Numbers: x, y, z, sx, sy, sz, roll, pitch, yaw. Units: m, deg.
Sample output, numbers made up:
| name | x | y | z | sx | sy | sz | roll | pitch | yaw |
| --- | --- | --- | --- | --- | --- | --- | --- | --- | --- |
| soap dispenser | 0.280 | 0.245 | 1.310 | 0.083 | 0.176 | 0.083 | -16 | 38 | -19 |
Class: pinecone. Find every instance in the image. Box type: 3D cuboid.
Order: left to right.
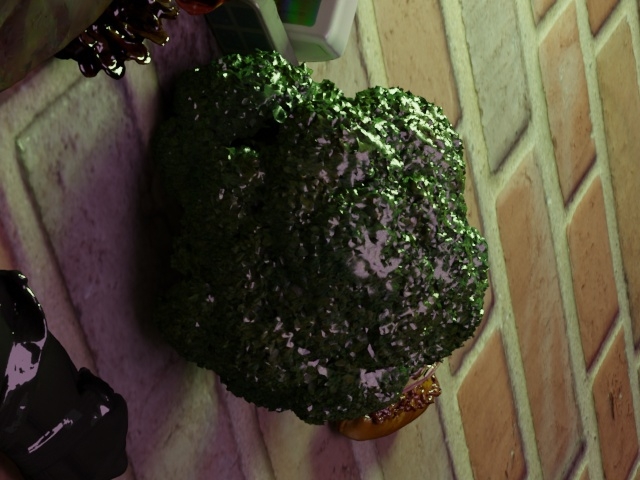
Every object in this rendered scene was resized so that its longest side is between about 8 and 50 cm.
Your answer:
| name | x | y | z | sx | sy | sz | roll | pitch | yaw |
| --- | --- | --- | --- | --- | --- | --- | --- | --- | --- |
| pinecone | -0.190 | -0.216 | 1.524 | 0.140 | 0.120 | 0.140 | 30 | 52 | -50 |

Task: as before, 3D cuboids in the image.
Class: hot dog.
| name | x | y | z | sx | sy | sz | roll | pitch | yaw |
| --- | --- | --- | --- | --- | --- | --- | --- | --- | --- |
| hot dog | 0.091 | 0.202 | 2.171 | 0.249 | 0.076 | 0.102 | -3 | 102 | -62 |

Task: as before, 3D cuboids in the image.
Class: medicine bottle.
| name | x | y | z | sx | sy | sz | roll | pitch | yaw |
| --- | --- | --- | --- | --- | --- | --- | --- | --- | --- |
| medicine bottle | -0.007 | -0.305 | 1.843 | 0.078 | 0.115 | 0.219 | 39 | 62 | -56 |

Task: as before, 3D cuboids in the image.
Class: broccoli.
| name | x | y | z | sx | sy | sz | roll | pitch | yaw |
| --- | --- | --- | --- | --- | --- | --- | --- | --- | --- |
| broccoli | -0.005 | 0.007 | 1.739 | 0.413 | 0.310 | 0.321 | 34 | 53 | -20 |

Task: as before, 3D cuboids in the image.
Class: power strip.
| name | x | y | z | sx | sy | sz | roll | pitch | yaw |
| --- | --- | --- | --- | --- | --- | --- | --- | --- | --- |
| power strip | -0.063 | -0.193 | 1.803 | 0.029 | 0.080 | 0.227 | -60 | 144 | -31 |

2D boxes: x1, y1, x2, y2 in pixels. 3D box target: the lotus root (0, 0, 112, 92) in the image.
| name | x | y | z | sx | sy | sz | roll | pitch | yaw |
| --- | --- | --- | --- | --- | --- | --- | --- | --- | --- |
| lotus root | -0.257 | -0.291 | 1.270 | 0.390 | 0.111 | 0.375 | -9 | 126 | -56 |

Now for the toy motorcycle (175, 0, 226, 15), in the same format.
| name | x | y | z | sx | sy | sz | roll | pitch | yaw |
| --- | --- | --- | --- | --- | --- | --- | --- | --- | --- |
| toy motorcycle | -0.110 | -0.314 | 1.616 | 0.298 | 0.089 | 0.171 | 76 | 29 | -79 |

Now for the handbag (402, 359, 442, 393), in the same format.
| name | x | y | z | sx | sy | sz | roll | pitch | yaw |
| --- | --- | --- | --- | --- | --- | --- | --- | --- | --- |
| handbag | 0.047 | 0.078 | 1.947 | 0.179 | 0.205 | 0.116 | -37 | 134 | -19 |

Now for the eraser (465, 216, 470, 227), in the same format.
| name | x | y | z | sx | sy | sz | roll | pitch | yaw |
| --- | --- | --- | --- | --- | --- | --- | --- | --- | --- |
| eraser | 0.113 | -0.019 | 2.138 | 0.155 | 0.101 | 0.332 | -64 | 147 | -33 |

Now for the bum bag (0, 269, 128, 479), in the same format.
| name | x | y | z | sx | sy | sz | roll | pitch | yaw |
| --- | --- | --- | --- | --- | --- | --- | --- | --- | --- |
| bum bag | -0.255 | 0.138 | 1.526 | 0.142 | 0.079 | 0.326 | -66 | 148 | -23 |
